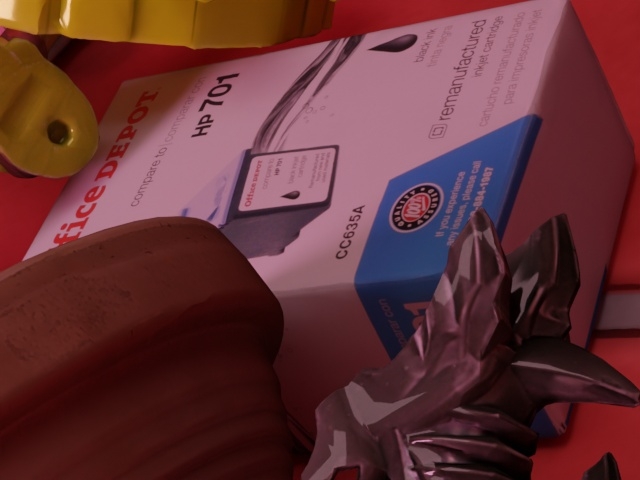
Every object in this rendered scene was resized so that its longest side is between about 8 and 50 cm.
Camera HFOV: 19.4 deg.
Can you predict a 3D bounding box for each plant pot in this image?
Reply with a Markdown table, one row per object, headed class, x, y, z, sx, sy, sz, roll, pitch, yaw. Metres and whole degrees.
| class | x | y | z | sx | sy | sz | roll | pitch | yaw |
| --- | --- | --- | --- | --- | --- | --- | --- | --- | --- |
| plant pot | -0.084 | 0.110 | 0.510 | 0.237 | 0.237 | 0.110 | -39 | 77 | -13 |

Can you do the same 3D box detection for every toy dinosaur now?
| class | x | y | z | sx | sy | sz | roll | pitch | yaw |
| --- | --- | --- | --- | --- | --- | --- | --- | --- | --- |
| toy dinosaur | 0.092 | 0.116 | 0.399 | 0.322 | 0.164 | 0.218 | -23 | 46 | -28 |

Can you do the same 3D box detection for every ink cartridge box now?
| class | x | y | z | sx | sy | sz | roll | pitch | yaw |
| --- | --- | --- | --- | --- | --- | --- | --- | --- | --- |
| ink cartridge box | 0.000 | 0.000 | 0.656 | 0.190 | 0.082 | 0.140 | -7 | 41 | 28 |

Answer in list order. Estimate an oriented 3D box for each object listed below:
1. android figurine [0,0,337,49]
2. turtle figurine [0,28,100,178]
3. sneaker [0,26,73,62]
| class | x | y | z | sx | sy | sz | roll | pitch | yaw |
| --- | --- | --- | --- | --- | --- | --- | --- | --- | --- |
| android figurine | -0.103 | -0.129 | 0.749 | 0.248 | 0.056 | 0.273 | -6 | 21 | -41 |
| turtle figurine | -0.183 | -0.020 | 0.731 | 0.269 | 0.087 | 0.217 | -32 | 20 | -21 |
| sneaker | -0.207 | -0.076 | 0.873 | 0.131 | 0.112 | 0.319 | 7 | 50 | 44 |
